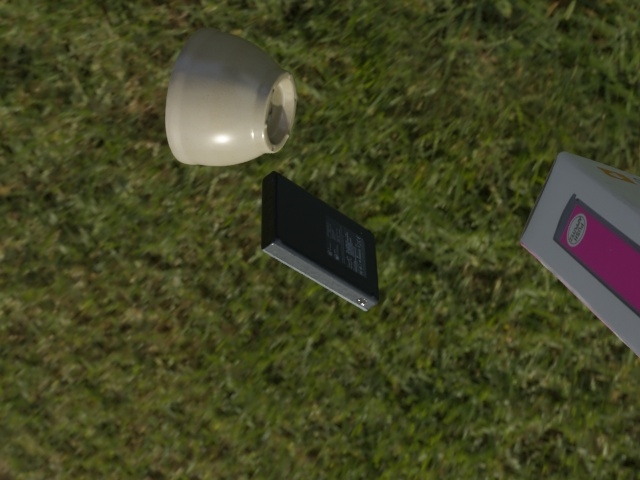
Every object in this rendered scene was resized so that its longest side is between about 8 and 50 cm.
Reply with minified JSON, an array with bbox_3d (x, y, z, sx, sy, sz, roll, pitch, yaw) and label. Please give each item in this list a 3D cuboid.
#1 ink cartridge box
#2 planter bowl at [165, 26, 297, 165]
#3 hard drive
[{"bbox_3d":[0.236,0.061,0.512,0.176,0.371,0.069,17,104,-18],"label":"ink cartridge box"},{"bbox_3d":[-0.093,-0.157,1.369,0.109,0.162,0.162,13,115,17],"label":"planter bowl"},{"bbox_3d":[0.000,0.000,1.139,0.135,0.094,0.022,32,128,-31],"label":"hard drive"}]
